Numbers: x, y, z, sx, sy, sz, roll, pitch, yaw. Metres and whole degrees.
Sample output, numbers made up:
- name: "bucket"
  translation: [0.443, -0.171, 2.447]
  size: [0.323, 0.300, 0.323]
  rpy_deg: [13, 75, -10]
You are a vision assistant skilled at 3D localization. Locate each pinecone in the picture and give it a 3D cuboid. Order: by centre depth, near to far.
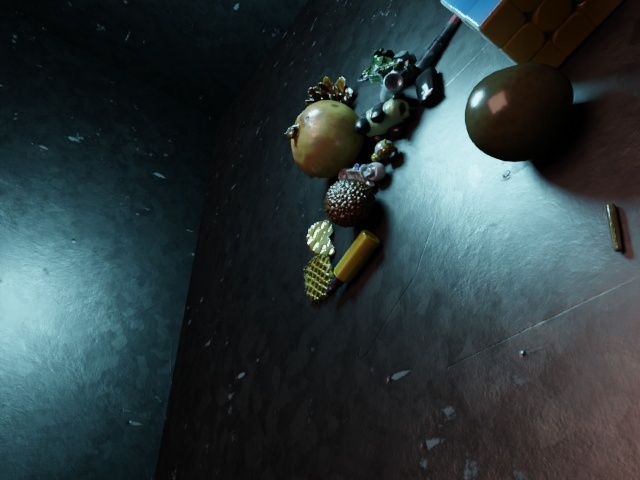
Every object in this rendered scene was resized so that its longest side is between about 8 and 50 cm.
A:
- name: "pinecone"
  translation: [0.036, -0.654, 2.268]
  size: [0.202, 0.202, 0.228]
  rpy_deg: [150, 111, -66]

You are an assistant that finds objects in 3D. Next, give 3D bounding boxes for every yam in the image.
- name: "yam"
  translation: [0.629, -0.028, 1.032]
  size: [0.021, 0.021, 0.116]
  rpy_deg: [-27, 46, 49]

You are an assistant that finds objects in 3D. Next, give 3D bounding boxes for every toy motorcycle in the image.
- name: "toy motorcycle"
  translation: [0.159, -0.246, 1.890]
  size: [0.254, 0.113, 0.112]
  rpy_deg: [0, 70, 57]
- name: "toy motorcycle"
  translation: [0.284, -0.708, 1.963]
  size: [0.187, 0.124, 0.275]
  rpy_deg: [-47, 35, -18]

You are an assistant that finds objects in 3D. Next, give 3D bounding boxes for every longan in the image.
- name: "longan"
  translation: [0.501, -0.330, 1.233]
  size: [0.258, 0.258, 0.258]
  rpy_deg: [-37, 40, 41]

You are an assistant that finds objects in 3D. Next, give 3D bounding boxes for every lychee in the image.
- name: "lychee"
  translation: [0.109, -0.144, 1.797]
  size: [0.200, 0.200, 0.238]
  rpy_deg: [-47, 6, 30]

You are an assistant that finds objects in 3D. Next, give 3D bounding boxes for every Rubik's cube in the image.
- name: "Rubik's cube"
  translation: [0.564, -0.666, 1.317]
  size: [0.291, 0.291, 0.290]
  rpy_deg: [-49, 33, 26]

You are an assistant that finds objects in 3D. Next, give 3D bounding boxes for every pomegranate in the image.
- name: "pomegranate"
  translation: [0.007, -0.430, 2.023]
  size: [0.338, 0.338, 0.338]
  rpy_deg: [-37, 40, 41]

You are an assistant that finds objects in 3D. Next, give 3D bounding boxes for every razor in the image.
- name: "razor"
  translation: [0.390, -0.562, 1.765]
  size: [0.090, 0.054, 0.148]
  rpy_deg: [-39, 39, 45]

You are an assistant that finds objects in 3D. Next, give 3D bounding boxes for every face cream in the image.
- name: "face cream"
  translation: [0.107, 0.089, 1.739]
  size: [0.273, 0.078, 0.078]
  rpy_deg: [-55, 31, 20]
- name: "face cream"
  translation: [0.272, -0.579, 1.875]
  size: [0.229, 0.075, 0.075]
  rpy_deg: [9, -75, -87]

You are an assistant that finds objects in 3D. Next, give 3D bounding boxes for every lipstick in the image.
- name: "lipstick"
  translation: [0.447, -0.745, 1.811]
  size: [0.234, 0.053, 0.053]
  rpy_deg: [-53, 32, 17]

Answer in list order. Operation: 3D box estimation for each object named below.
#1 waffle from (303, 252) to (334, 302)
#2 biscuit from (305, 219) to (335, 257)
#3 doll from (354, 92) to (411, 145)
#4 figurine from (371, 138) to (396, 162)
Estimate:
- name: "waffle"
  translation: [-0.007, 0.148, 1.896]
  size: [0.169, 0.036, 0.183]
  rpy_deg: [-37, 53, 41]
- name: "biscuit"
  translation: [0.000, 0.000, 1.981]
  size: [0.061, 0.118, 0.183]
  rpy_deg: [79, -173, -58]
- name: "doll"
  translation: [0.242, -0.465, 1.854]
  size: [0.234, 0.144, 0.135]
  rpy_deg: [-19, 47, 53]
- name: "figurine"
  translation: [0.237, -0.338, 1.831]
  size: [0.101, 0.068, 0.143]
  rpy_deg: [-31, -1, 8]
